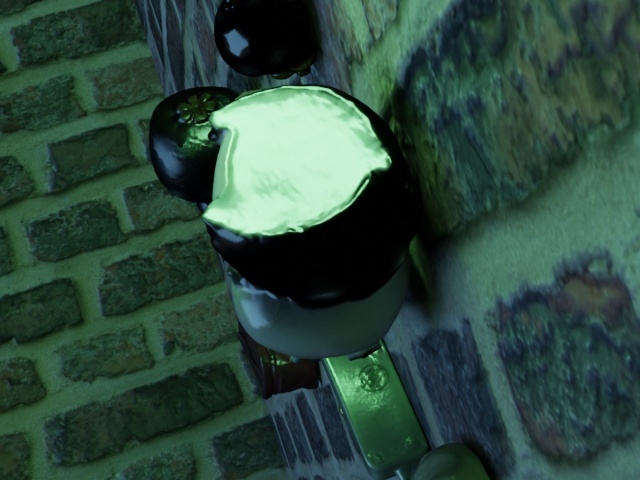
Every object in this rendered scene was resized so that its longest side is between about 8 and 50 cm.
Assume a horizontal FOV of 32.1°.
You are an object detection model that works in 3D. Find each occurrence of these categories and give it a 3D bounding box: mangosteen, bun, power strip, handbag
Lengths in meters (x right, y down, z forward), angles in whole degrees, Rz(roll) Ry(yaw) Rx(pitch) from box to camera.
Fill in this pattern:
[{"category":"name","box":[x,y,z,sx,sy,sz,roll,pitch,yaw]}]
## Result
[{"category":"mangosteen","box":[-0.194,-0.163,2.013,0.243,0.243,0.243,163,90,-80]},{"category":"bun","box":[0.151,0.326,1.285,0.183,0.102,0.183,160,90,-80]},{"category":"power strip","box":[0.052,0.177,1.599,0.062,0.091,0.385,87,163,-59]},{"category":"handbag","box":[-0.095,0.223,2.332,0.225,0.135,0.146,-117,19,-49]},{"category":"mangosteen","box":[-0.065,-0.265,1.446,0.151,0.137,0.137,38,-170,-33]}]

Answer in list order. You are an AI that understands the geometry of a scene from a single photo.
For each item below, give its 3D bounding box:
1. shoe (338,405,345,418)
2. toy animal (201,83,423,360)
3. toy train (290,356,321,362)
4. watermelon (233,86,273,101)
[{"category":"shoe","box":[0.073,0.264,1.697,0.069,0.072,0.109,35,-169,-23]},{"category":"toy animal","box":[0.000,0.000,1.233,0.310,0.251,0.251,66,180,-57]},{"category":"toy train","box":[-0.017,0.131,1.906,0.219,0.089,0.127,-129,34,-66]},{"category":"watermelon","box":[-0.107,-0.207,1.813,0.092,0.072,0.084,126,141,-79]}]
